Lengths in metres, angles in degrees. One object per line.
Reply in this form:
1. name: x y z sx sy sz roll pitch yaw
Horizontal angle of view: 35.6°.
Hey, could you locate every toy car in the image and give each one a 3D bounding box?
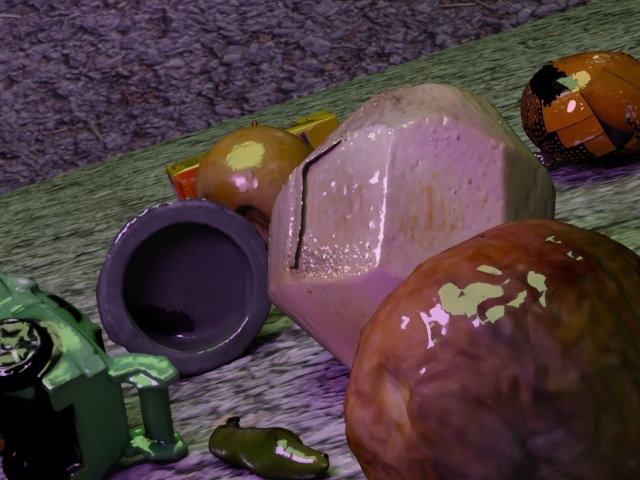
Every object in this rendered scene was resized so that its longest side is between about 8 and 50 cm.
1. toy car: -0.334 0.149 1.162 0.176 0.213 0.359 -32 47 -32

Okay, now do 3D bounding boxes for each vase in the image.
1. vase: -0.211 0.042 1.467 0.245 0.245 0.291 -21 13 -11

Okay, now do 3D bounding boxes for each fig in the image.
1. fig: 0.189 0.172 0.748 0.286 0.286 0.368 -23 53 -16

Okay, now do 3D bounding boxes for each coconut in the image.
1. coconut: 0.100 0.007 1.166 0.353 0.352 0.352 -16 17 5

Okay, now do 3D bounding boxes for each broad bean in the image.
1. broad bean: -0.068 0.222 1.068 0.061 0.046 0.195 -31 20 -29

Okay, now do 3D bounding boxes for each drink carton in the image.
1. drink carton: -0.118 -0.131 2.009 0.351 0.154 0.111 -22 18 -11

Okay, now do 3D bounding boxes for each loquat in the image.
1. loquat: -0.093 -0.086 1.653 0.244 0.243 0.244 -16 17 5

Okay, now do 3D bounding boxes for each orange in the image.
1. orange: 0.451 -0.219 1.656 0.234 0.182 0.234 3 26 -2

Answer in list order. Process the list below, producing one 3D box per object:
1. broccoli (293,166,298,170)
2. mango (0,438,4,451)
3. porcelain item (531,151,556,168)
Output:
1. broccoli: 0.054 -0.074 1.517 0.199 0.274 0.177 7 -16 23
2. mango: -0.428 0.218 1.332 0.227 0.109 0.147 -19 42 -5
3. porcelain item: 0.312 -0.136 1.769 0.216 0.069 0.081 2 21 37
